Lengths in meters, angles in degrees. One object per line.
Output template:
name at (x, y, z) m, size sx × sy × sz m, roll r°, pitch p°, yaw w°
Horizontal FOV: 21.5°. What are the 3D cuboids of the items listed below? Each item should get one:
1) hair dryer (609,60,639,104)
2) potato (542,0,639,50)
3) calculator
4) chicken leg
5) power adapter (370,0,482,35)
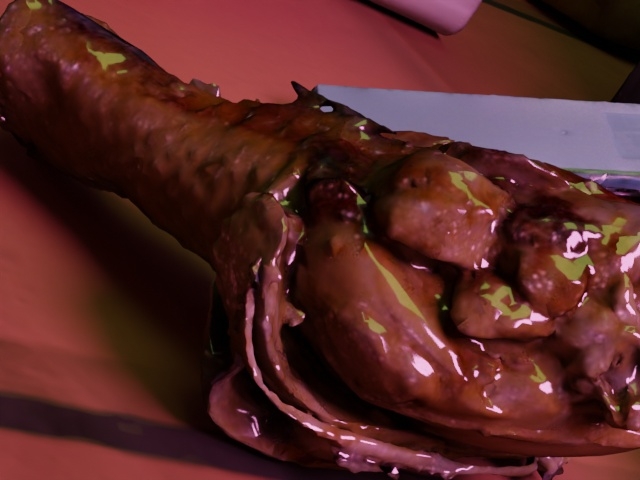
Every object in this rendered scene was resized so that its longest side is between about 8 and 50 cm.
hair dryer at (0.130, -0.013, 0.632) m, size 0.114 × 0.070 × 0.248 m, roll 37°, pitch 30°, yaw 19°
potato at (0.166, -0.234, 1.058) m, size 0.141 × 0.176 × 0.298 m, roll 15°, pitch 47°, yaw -18°
calculator at (0.083, -0.032, 0.569) m, size 0.172 × 0.018 × 0.057 m, roll 4°, pitch 29°, yaw -6°
chicken leg at (-0.001, 0.001, 0.398) m, size 0.196 × 0.080 × 0.125 m, roll 22°, pitch 10°, yaw 4°
power adapter at (-0.006, -0.201, 0.779) m, size 0.205 × 0.130 × 0.125 m, roll 23°, pitch 21°, yaw -18°
